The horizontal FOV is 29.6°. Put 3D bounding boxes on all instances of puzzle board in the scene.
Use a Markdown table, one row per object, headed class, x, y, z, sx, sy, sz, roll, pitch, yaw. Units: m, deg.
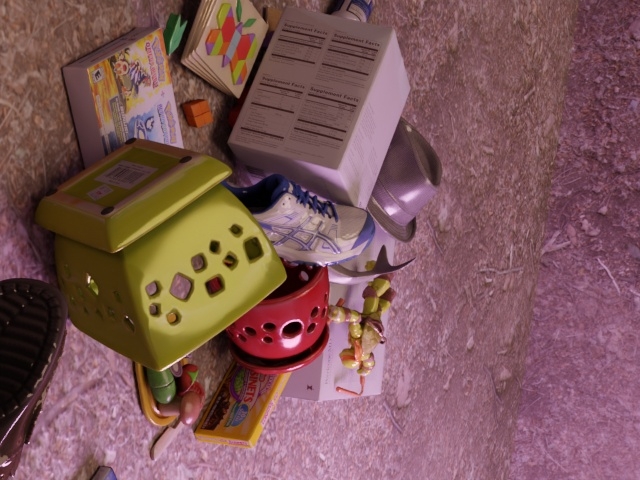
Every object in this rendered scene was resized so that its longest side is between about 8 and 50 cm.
| class | x | y | z | sx | sy | sz | roll | pitch | yaw |
| --- | --- | --- | --- | --- | --- | --- | --- | --- | --- |
| puzzle board | -0.067 | -0.348 | 2.101 | 0.128 | 0.011 | 0.096 | -3 | 95 | -65 |

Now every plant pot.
| class | x | y | z | sx | sy | sz | roll | pitch | yaw |
| --- | --- | --- | --- | --- | --- | --- | --- | --- | --- |
| plant pot | -0.073 | 0.109 | 1.962 | 0.191 | 0.191 | 0.174 | -56 | 144 | -46 |
| plant pot | -0.216 | 0.000 | 1.551 | 0.227 | 0.228 | 0.207 | -37 | 123 | -28 |

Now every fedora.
| class | x | y | z | sx | sy | sz | roll | pitch | yaw |
| --- | --- | --- | --- | --- | --- | --- | --- | --- | --- |
| fedora | 0.155 | -0.142 | 2.343 | 0.244 | 0.124 | 0.275 | 40 | 28 | -40 |

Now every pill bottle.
| class | x | y | z | sx | sy | sz | roll | pitch | yaw |
| --- | --- | --- | --- | --- | --- | --- | --- | --- | --- |
| pill bottle | 0.054 | -0.419 | 2.277 | 0.120 | 0.067 | 0.067 | -65 | 148 | -35 |

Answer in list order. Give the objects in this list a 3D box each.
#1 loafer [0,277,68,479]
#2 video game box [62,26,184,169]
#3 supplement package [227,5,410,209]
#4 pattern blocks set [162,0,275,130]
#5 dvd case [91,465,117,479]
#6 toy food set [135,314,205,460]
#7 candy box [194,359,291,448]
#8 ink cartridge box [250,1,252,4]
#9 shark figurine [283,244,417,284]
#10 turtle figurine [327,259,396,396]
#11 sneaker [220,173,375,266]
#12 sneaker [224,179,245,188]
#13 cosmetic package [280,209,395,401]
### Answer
| class | x | y | z | sx | sy | sz | roll | pitch | yaw |
| --- | --- | --- | --- | --- | --- | --- | --- | --- | --- |
| loafer | -0.400 | 0.214 | 1.394 | 0.130 | 0.134 | 0.366 | 92 | 22 | -71 |
| video game box | -0.266 | -0.171 | 1.673 | 0.187 | 0.048 | 0.205 | -49 | 137 | -54 |
| supplement package | 0.004 | -0.209 | 1.995 | 0.199 | 0.198 | 0.262 | 62 | 47 | -65 |
| pattern blocks set | -0.144 | -0.309 | 1.872 | 0.325 | 0.026 | 0.285 | 9 | 96 | -65 |
| dvd case | -0.332 | 0.464 | 1.671 | 0.253 | 0.022 | 0.180 | -58 | 144 | -45 |
| toy food set | -0.211 | 0.215 | 1.824 | 0.128 | 0.071 | 0.218 | -42 | 132 | -55 |
| candy box | -0.118 | 0.249 | 1.986 | 0.206 | 0.105 | 0.027 | -63 | 147 | -40 |
| ink cartridge box | -0.141 | -0.361 | 1.922 | 0.083 | 0.028 | 0.048 | -5 | 101 | -64 |
| shark figurine | 0.013 | 0.026 | 2.091 | 0.166 | 0.278 | 0.116 | -64 | -167 | -15 |
| turtle figurine | 0.078 | 0.146 | 2.187 | 0.217 | 0.087 | 0.269 | -66 | 147 | -33 |
| sneaker | -0.042 | -0.038 | 1.880 | 0.296 | 0.112 | 0.131 | -4 | 126 | -24 |
| sneaker | -0.146 | -0.054 | 1.931 | 0.166 | 0.065 | 0.076 | 18 | 87 | -59 |
| cosmetic package | 0.038 | 0.109 | 2.301 | 0.284 | 0.097 | 0.377 | 11 | 85 | -66 |
